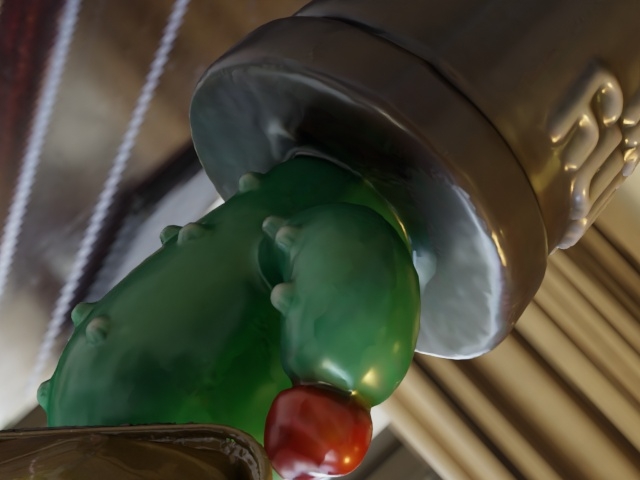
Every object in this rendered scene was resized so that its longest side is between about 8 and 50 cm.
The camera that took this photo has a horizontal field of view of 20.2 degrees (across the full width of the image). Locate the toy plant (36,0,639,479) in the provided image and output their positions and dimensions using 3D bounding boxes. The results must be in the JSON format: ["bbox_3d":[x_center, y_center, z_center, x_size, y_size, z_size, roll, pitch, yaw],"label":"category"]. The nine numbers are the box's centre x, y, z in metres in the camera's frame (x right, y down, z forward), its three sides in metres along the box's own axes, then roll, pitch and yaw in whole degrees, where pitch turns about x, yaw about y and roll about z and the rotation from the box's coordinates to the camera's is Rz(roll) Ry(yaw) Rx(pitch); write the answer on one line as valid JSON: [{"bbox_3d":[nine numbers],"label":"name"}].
[{"bbox_3d":[0.007,0.000,0.808,0.400,0.185,0.279,-45,-154,-25],"label":"toy plant"}]

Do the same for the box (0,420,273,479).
[{"bbox_3d":[-0.100,0.117,0.643,0.177,0.111,0.111,-6,-172,19],"label":"box"}]
